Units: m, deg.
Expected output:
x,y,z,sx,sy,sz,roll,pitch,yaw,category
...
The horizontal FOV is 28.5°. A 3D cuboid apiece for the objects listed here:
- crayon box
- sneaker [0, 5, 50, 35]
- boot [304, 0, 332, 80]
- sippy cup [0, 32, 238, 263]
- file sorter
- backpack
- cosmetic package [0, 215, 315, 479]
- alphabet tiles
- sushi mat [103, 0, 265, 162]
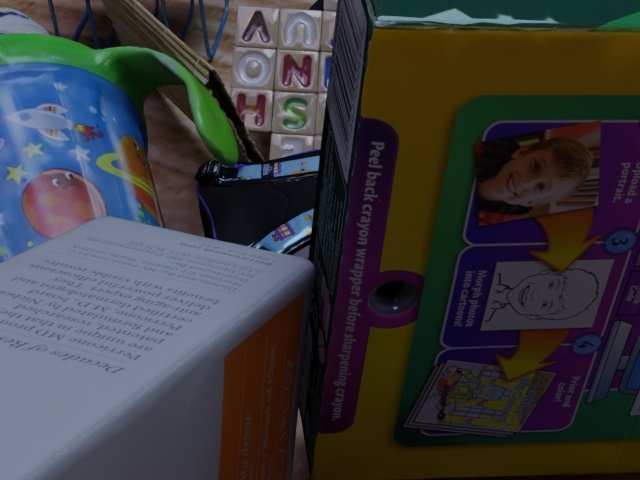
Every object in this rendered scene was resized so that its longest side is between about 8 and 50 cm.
x,y,z,sx,sy,sz,roll,pitch,yaw,category
0.157,-0.004,0.782,0.313,0.363,0.106,-1,42,-9,crayon box
-0.372,-0.131,1.191,0.296,0.112,0.131,-32,49,-26,sneaker
0.102,-0.183,1.203,0.246,0.094,0.207,33,81,7,boot
-0.215,0.002,0.959,0.240,0.305,0.224,2,45,-35,sippy cup
-0.187,-0.258,1.316,0.170,0.104,0.118,2,43,8,file sorter
0.000,0.000,1.006,0.173,0.117,0.158,-14,43,-9,backpack
-0.161,0.157,0.643,0.161,0.230,0.453,12,19,18,cosmetic package
0.038,-0.150,1.144,0.237,0.009,0.198,4,80,1,alphabet tiles
-0.137,-0.155,1.141,0.019,0.151,0.316,-37,42,-8,sushi mat
